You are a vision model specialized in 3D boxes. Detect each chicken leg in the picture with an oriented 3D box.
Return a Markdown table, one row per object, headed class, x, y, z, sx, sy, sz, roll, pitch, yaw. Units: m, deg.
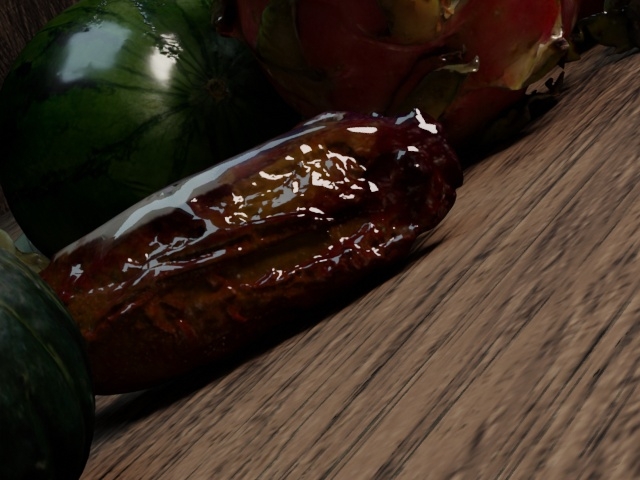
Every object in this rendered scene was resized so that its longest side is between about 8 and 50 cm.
| class | x | y | z | sx | sy | sz | roll | pitch | yaw |
| --- | --- | --- | --- | --- | --- | --- | --- | --- | --- |
| chicken leg | -0.109 | 0.018 | 1.036 | 0.407 | 0.096 | 0.158 | -20 | 27 | 19 |

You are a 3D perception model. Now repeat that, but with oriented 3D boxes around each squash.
| class | x | y | z | sx | sy | sz | roll | pitch | yaw |
| --- | --- | --- | --- | --- | --- | --- | --- | --- | --- |
| squash | -0.213 | 0.090 | 0.850 | 0.218 | 0.172 | 0.218 | -7 | 35 | 5 |

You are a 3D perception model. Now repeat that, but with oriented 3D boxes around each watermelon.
| class | x | y | z | sx | sy | sz | roll | pitch | yaw |
| --- | --- | --- | --- | --- | --- | --- | --- | --- | --- |
| watermelon | -0.133 | -0.079 | 1.349 | 0.242 | 0.242 | 0.242 | -29 | 9 | 5 |

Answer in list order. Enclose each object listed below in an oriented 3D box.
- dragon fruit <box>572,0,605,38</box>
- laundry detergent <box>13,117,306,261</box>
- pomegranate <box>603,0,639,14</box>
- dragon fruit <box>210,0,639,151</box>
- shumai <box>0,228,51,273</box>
| class | x | y | z | sx | sy | sz | roll | pitch | yaw |
| --- | --- | --- | --- | --- | --- | --- | --- | --- | --- |
| dragon fruit | 0.157 | -0.290 | 1.456 | 0.301 | 0.296 | 0.295 | -17 | 8 | -4 |
| laundry detergent | -0.150 | -0.096 | 1.559 | 0.398 | 0.264 | 0.125 | -40 | 25 | 28 |
| pomegranate | 0.265 | -0.231 | 1.253 | 0.159 | 0.159 | 0.205 | -39 | -14 | -45 |
| dragon fruit | 0.058 | -0.191 | 1.188 | 0.250 | 0.269 | 0.291 | -38 | -17 | -14 |
| shumai | -0.296 | 0.054 | 1.224 | 0.255 | 0.218 | 0.189 | -28 | 3 | -11 |
